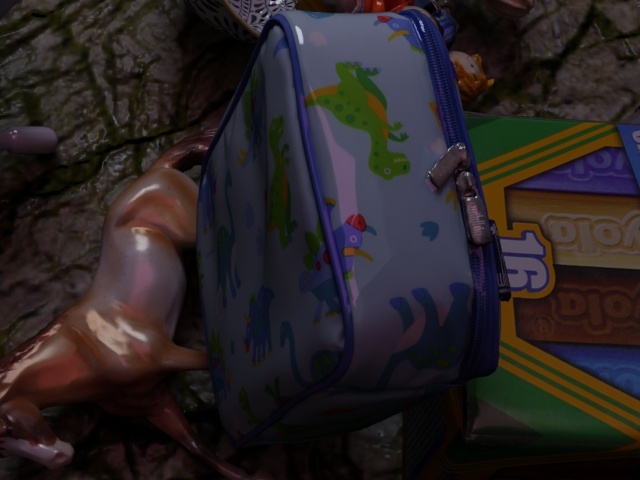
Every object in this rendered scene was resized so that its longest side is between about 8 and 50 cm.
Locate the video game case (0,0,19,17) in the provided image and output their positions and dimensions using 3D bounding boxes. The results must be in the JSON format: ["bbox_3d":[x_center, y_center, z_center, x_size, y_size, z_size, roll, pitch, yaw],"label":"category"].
[{"bbox_3d":[-0.361,-0.150,0.558,0.329,0.036,0.300,31,63,9],"label":"video game case"}]

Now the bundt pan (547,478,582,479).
[{"bbox_3d":[0.134,0.283,0.466,0.330,0.124,0.331,0,64,0],"label":"bundt pan"}]

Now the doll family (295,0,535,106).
[{"bbox_3d":[0.047,-0.156,0.686,0.163,0.118,0.263,54,38,1],"label":"doll family"}]

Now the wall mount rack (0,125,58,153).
[{"bbox_3d":[-0.352,-0.104,0.627,0.304,0.130,0.350,-27,69,-14],"label":"wall mount rack"}]

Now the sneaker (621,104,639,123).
[{"bbox_3d":[0.213,-0.067,0.703,0.064,0.061,0.158,22,61,14],"label":"sneaker"}]

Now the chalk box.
[{"bbox_3d":[0.197,0.056,0.569,0.288,0.180,0.179,4,63,-3],"label":"chalk box"}]

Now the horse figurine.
[{"bbox_3d":[-0.082,0.029,0.617,0.174,0.066,0.263,18,65,-4],"label":"horse figurine"}]

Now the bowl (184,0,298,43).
[{"bbox_3d":[-0.058,-0.204,0.714,0.170,0.080,0.170,15,70,-48],"label":"bowl"}]

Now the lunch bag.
[{"bbox_3d":[0.000,0.000,0.496,0.090,0.219,0.176,-4,71,-20],"label":"lunch bag"}]
